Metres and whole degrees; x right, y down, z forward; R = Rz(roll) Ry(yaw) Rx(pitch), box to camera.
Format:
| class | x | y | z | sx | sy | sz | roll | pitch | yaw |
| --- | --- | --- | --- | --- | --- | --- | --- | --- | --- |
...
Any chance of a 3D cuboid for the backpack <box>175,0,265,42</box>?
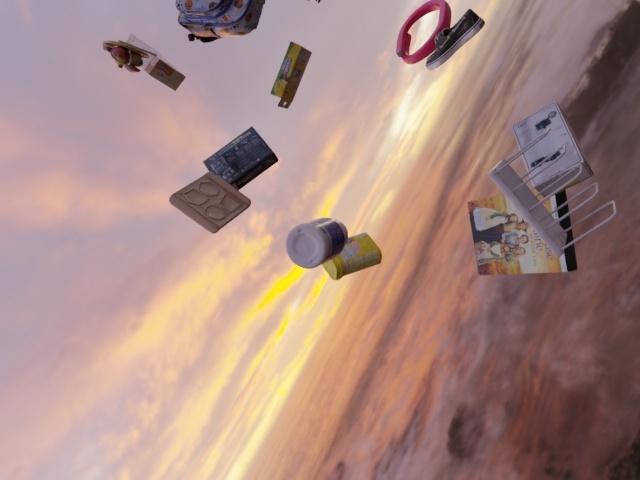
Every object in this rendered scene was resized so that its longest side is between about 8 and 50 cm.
| class | x | y | z | sx | sy | sz | roll | pitch | yaw |
| --- | --- | --- | --- | --- | --- | --- | --- | --- | --- |
| backpack | -0.316 | -0.780 | 1.779 | 0.213 | 0.263 | 0.277 | -15 | -65 | -77 |

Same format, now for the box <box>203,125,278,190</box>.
| class | x | y | z | sx | sy | sz | roll | pitch | yaw |
| --- | --- | --- | --- | --- | --- | --- | --- | --- | --- |
| box | -0.292 | -0.289 | 2.035 | 0.232 | 0.183 | 0.059 | -37 | -35 | -3 |

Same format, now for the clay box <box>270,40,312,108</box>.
| class | x | y | z | sx | sy | sz | roll | pitch | yaw |
| --- | --- | --- | --- | --- | --- | --- | --- | --- | --- |
| clay box | -0.110 | -0.588 | 2.005 | 0.222 | 0.053 | 0.127 | -65 | -11 | 14 |

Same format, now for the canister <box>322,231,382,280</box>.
| class | x | y | z | sx | sy | sz | roll | pitch | yaw |
| --- | --- | --- | --- | --- | --- | --- | --- | --- | --- |
| canister | 0.093 | 0.046 | 1.756 | 0.169 | 0.126 | 0.073 | -17 | -40 | -23 |

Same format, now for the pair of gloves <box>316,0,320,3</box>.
| class | x | y | z | sx | sy | sz | roll | pitch | yaw |
| --- | --- | --- | --- | --- | --- | --- | --- | --- | --- |
| pair of gloves | -0.014 | -0.717 | 1.588 | 0.083 | 0.010 | 0.074 | -15 | -51 | -50 |

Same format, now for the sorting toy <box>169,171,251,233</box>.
| class | x | y | z | sx | sy | sz | roll | pitch | yaw |
| --- | --- | --- | --- | --- | --- | --- | --- | --- | --- |
| sorting toy | -0.355 | -0.122 | 1.815 | 0.208 | 0.193 | 0.038 | -47 | -11 | -46 |

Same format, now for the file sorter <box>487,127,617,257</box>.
| class | x | y | z | sx | sy | sz | roll | pitch | yaw |
| --- | --- | --- | --- | --- | --- | --- | --- | --- | --- |
| file sorter | 0.609 | -0.137 | 1.465 | 0.173 | 0.278 | 0.193 | -41 | -4 | 30 |

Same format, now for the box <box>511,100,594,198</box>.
| class | x | y | z | sx | sy | sz | roll | pitch | yaw |
| --- | --- | --- | --- | --- | --- | --- | --- | --- | --- |
| box | 0.752 | -0.296 | 1.831 | 0.169 | 0.087 | 0.290 | -31 | 44 | 30 |

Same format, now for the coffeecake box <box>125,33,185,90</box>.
| class | x | y | z | sx | sy | sz | roll | pitch | yaw |
| --- | --- | --- | --- | --- | --- | --- | --- | --- | --- |
| coffeecake box | -0.584 | -0.622 | 1.958 | 0.068 | 0.185 | 0.142 | -50 | -25 | 8 |

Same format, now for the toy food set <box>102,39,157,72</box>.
| class | x | y | z | sx | sy | sz | roll | pitch | yaw |
| --- | --- | --- | --- | --- | --- | --- | --- | --- | --- |
| toy food set | -0.604 | -0.564 | 1.732 | 0.217 | 0.128 | 0.071 | 26 | 100 | 52 |

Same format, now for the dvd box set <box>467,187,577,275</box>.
| class | x | y | z | sx | sy | sz | roll | pitch | yaw |
| --- | --- | --- | --- | --- | --- | --- | --- | --- | --- |
| dvd box set | 0.729 | -0.027 | 2.063 | 0.420 | 0.062 | 0.308 | -9 | 90 | 62 |

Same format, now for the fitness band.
| class | x | y | z | sx | sy | sz | roll | pitch | yaw |
| --- | --- | --- | --- | --- | --- | --- | --- | --- | --- |
| fitness band | 0.365 | -0.745 | 1.981 | 0.209 | 0.054 | 0.291 | -26 | 39 | 40 |

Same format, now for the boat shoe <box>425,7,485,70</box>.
| class | x | y | z | sx | sy | sz | roll | pitch | yaw |
| --- | --- | --- | --- | --- | --- | --- | --- | --- | --- |
| boat shoe | 0.366 | -0.570 | 1.588 | 0.219 | 0.070 | 0.078 | -36 | 20 | 50 |

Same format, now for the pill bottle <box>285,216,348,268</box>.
| class | x | y | z | sx | sy | sz | roll | pitch | yaw |
| --- | --- | --- | --- | --- | --- | --- | --- | --- | --- |
| pill bottle | 0.000 | 0.000 | 1.410 | 0.112 | 0.112 | 0.186 | -64 | -17 | 20 |
